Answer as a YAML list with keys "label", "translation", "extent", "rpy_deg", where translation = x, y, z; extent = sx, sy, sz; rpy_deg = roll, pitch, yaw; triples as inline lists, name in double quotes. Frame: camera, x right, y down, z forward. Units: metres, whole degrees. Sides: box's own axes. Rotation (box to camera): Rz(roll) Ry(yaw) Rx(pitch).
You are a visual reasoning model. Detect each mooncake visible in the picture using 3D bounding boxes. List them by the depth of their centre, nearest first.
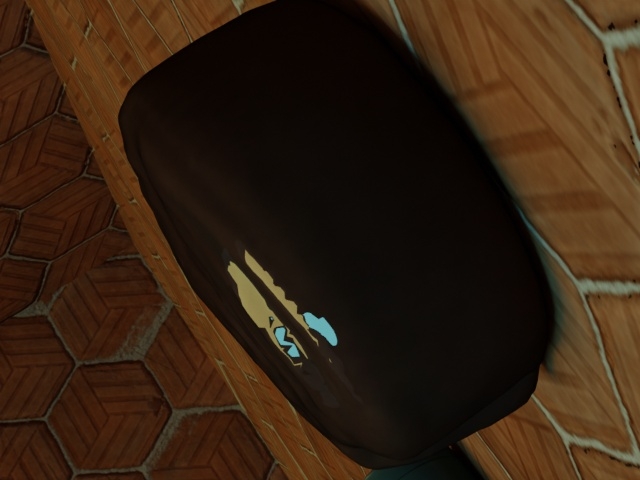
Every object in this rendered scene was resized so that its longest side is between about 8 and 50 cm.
- label: "mooncake"
  translation: [0.000, 0.000, 1.085]
  extent: [0.326, 0.174, 0.334]
  rpy_deg: [52, 168, 20]

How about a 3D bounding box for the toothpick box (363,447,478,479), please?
- label: "toothpick box"
  translation: [0.121, 0.283, 1.502]
  extent: [0.184, 0.120, 0.120]
  rpy_deg: [48, 166, 33]
